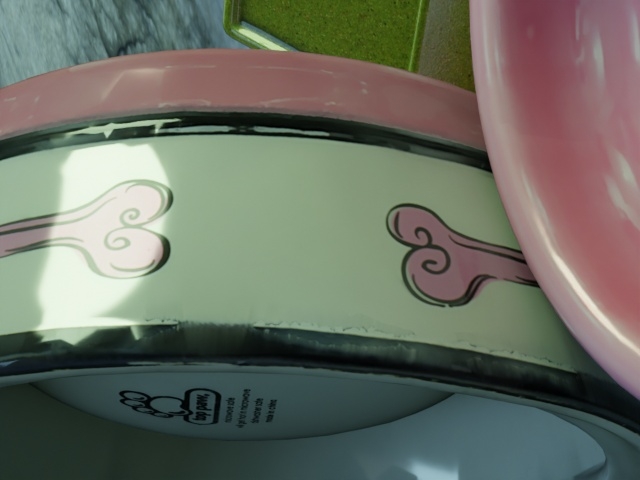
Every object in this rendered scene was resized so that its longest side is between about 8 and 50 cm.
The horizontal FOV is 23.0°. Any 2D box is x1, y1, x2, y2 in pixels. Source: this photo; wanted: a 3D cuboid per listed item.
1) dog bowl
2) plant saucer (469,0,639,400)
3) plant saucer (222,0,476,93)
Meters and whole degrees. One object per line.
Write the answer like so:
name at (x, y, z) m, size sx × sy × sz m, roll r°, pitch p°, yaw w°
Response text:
dog bowl at (-0.037, 0.052, 0.758) m, size 0.408 × 0.408 × 0.150 m, roll 131°, pitch 143°, yaw -62°
plant saucer at (0.169, -0.098, 0.509) m, size 0.332 × 0.084 × 0.332 m, roll 0°, pitch 90°, yaw 63°
plant saucer at (0.015, -0.148, 0.840) m, size 0.188 × 0.045 × 0.188 m, roll 30°, pitch 135°, yaw 25°
